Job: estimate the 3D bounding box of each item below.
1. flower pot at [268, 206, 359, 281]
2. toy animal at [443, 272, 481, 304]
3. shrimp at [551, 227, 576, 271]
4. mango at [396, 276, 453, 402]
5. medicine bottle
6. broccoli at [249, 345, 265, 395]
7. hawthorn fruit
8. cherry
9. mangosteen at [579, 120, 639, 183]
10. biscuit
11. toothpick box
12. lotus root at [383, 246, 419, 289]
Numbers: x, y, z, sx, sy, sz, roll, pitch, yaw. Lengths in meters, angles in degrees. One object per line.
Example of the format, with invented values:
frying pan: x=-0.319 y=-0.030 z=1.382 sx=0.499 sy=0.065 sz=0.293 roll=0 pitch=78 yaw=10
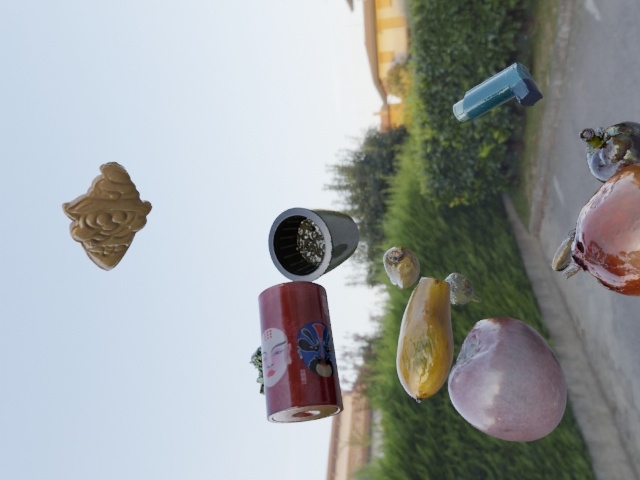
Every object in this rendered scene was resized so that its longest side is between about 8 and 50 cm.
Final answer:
flower pot: x=0.000 y=0.000 z=2.051 sx=0.330 sy=0.293 sz=0.294 roll=-13 pitch=-78 yaw=-57
toy animal: x=0.423 y=0.160 z=1.548 sx=0.137 sy=0.098 sz=0.098 roll=37 pitch=-138 yaw=-26
shrimp: x=1.059 y=0.013 z=2.140 sx=0.117 sy=0.066 sz=0.262 roll=0 pitch=-58 yaw=-46
mango: x=0.287 y=0.256 z=1.366 sx=0.187 sy=0.143 sz=0.359 roll=106 pitch=180 yaw=-52
medicine bottle: x=0.512 y=-0.418 z=1.480 sx=0.079 sy=0.258 sz=0.124 roll=3 pitch=-105 yaw=-38
broccoli: x=-0.138 y=0.446 z=1.651 sx=0.177 sy=0.198 sz=0.275 roll=39 pitch=-170 yaw=-28
hawthorn fruit: x=0.655 y=0.003 z=1.066 sx=0.276 sy=0.307 sz=0.276 roll=37 pitch=-152 yaw=-25
cherry: x=0.380 y=0.277 z=0.992 sx=0.239 sy=0.239 sz=0.206 roll=-77 pitch=4 yaw=-46
mangosteen: x=1.029 y=-0.326 z=1.774 sx=0.231 sy=0.289 sz=0.231 roll=-53 pitch=16 yaw=22
biscuit: x=-0.400 y=-0.036 z=0.959 sx=0.035 sy=0.162 sz=0.250 roll=50 pitch=137 yaw=35
toothpick box: x=-0.060 y=0.301 z=1.366 sx=0.204 sy=0.204 sz=0.333 roll=63 pitch=-165 yaw=-60
lotus root: x=0.347 y=0.113 z=2.167 sx=0.140 sy=0.154 sz=0.257 roll=-43 pitch=-37 yaw=-19
